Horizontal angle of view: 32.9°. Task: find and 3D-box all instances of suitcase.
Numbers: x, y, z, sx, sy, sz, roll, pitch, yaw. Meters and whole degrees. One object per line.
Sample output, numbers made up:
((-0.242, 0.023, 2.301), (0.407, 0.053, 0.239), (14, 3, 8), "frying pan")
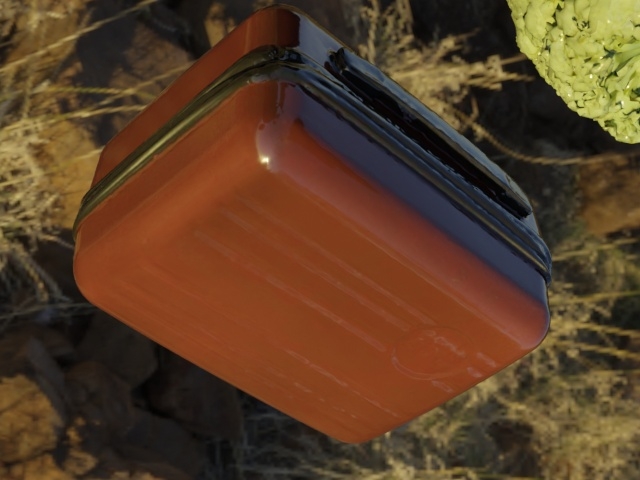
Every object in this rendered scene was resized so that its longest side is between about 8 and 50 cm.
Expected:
((0.000, 0.000, 0.762), (0.297, 0.236, 0.161), (35, 37, -30), "suitcase")

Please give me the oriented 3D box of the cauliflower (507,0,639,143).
((0.228, -0.172, 0.551), (0.250, 0.275, 0.272), (36, 38, -21), "cauliflower")
